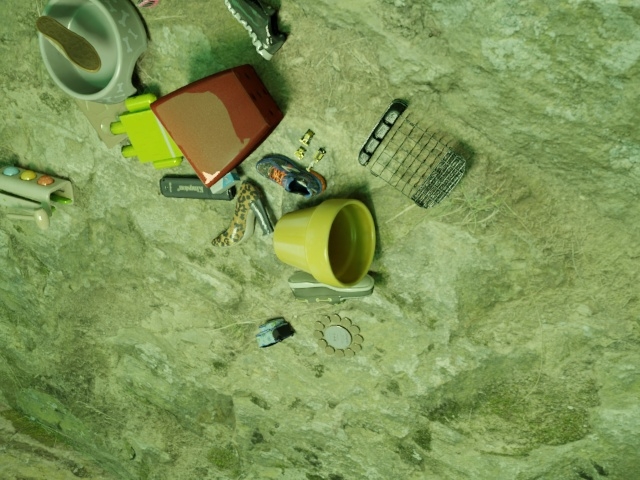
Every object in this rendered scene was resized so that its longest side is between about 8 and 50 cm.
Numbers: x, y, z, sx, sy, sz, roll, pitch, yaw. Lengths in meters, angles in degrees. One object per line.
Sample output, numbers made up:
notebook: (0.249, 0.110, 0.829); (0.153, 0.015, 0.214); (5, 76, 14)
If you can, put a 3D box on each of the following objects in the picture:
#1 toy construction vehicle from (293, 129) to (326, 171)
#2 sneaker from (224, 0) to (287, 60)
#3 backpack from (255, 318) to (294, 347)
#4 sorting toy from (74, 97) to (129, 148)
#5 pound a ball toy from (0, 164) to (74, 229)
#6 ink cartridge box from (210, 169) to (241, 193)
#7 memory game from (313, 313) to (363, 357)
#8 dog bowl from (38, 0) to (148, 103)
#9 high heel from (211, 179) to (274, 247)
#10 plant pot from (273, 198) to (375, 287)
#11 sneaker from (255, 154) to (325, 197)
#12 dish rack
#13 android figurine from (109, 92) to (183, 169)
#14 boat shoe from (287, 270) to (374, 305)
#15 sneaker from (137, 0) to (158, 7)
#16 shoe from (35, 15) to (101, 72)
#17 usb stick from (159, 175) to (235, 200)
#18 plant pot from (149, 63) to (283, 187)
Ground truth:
toy construction vehicle: (-0.035, -0.260, 1.618); (0.086, 0.035, 0.098); (41, 125, -2)
sneaker: (-0.169, -0.604, 1.463); (0.106, 0.078, 0.234); (-26, 109, 29)
backpack: (-0.173, 0.328, 1.963); (0.114, 0.105, 0.084); (-28, 82, 33)
sorting toy: (-0.675, -0.423, 1.789); (0.208, 0.038, 0.193); (-24, 106, 28)
pound a ball toy: (-1.055, -0.170, 1.988); (0.319, 0.208, 0.136); (15, 122, 16)
ink cartridge box: (-0.316, -0.219, 1.721); (0.088, 0.052, 0.122); (-27, 86, 21)
memory game: (0.060, 0.333, 1.921); (0.186, 0.012, 0.186); (10, 120, 18)
dog bowl: (-0.686, -0.578, 1.645); (0.348, 0.102, 0.349); (8, 111, 21)
high heel: (-0.282, -0.082, 1.799); (0.261, 0.093, 0.186); (-17, 100, 30)
plant pot: (0.000, 0.000, 1.638); (0.239, 0.254, 0.254); (6, 120, 38)
sneaker: (-0.096, -0.190, 1.651); (0.221, 0.087, 0.083); (20, 122, 11)
dish rack: (0.250, -0.223, 1.502); (0.271, 0.074, 0.208); (35, 126, -1)
android figurine: (-0.516, -0.340, 1.739); (0.272, 0.056, 0.248); (-10, 123, 13)
boat shoe: (0.039, 0.156, 1.778); (0.305, 0.109, 0.091); (0, 118, 29)
sneaker: (-0.476, -0.704, 1.558); (0.119, 0.047, 0.057); (-25, 89, 28)
shoe: (-0.709, -0.557, 1.579); (0.219, 0.058, 0.076); (41, 86, 0)
usb stick: (-0.406, -0.172, 1.815); (0.278, 0.045, 0.077); (4, 117, 21)
plant pot: (-0.259, -0.347, 1.547); (0.235, 0.267, 0.267); (-29, 104, 19)
